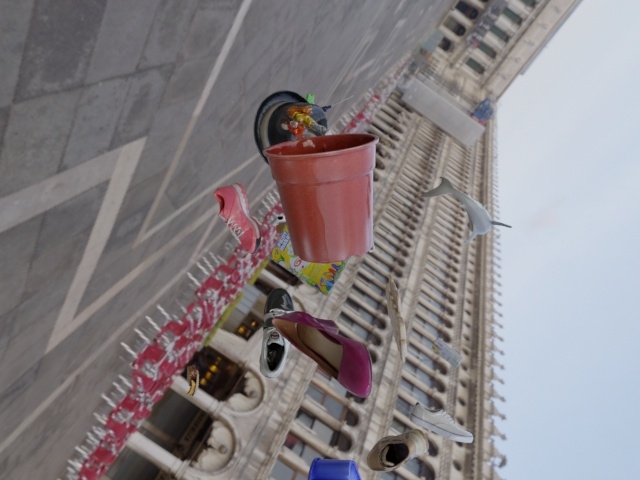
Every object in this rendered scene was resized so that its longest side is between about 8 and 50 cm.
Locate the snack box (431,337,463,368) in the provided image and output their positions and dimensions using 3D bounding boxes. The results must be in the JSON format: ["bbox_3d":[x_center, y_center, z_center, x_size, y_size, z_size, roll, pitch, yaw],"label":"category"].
[{"bbox_3d":[0.580,0.516,2.217,0.037,0.141,0.100,-45,156,-16],"label":"snack box"}]

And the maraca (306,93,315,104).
[{"bbox_3d":[-0.049,-0.518,2.006,0.127,0.099,0.186,-59,157,-31],"label":"maraca"}]

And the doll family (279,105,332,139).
[{"bbox_3d":[-0.041,-0.342,1.533,0.118,0.163,0.263,-53,166,-9],"label":"doll family"}]

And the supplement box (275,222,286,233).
[{"bbox_3d":[-0.153,-0.071,2.443,0.080,0.078,0.233,-11,-171,-27],"label":"supplement box"}]

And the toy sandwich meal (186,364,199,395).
[{"bbox_3d":[-0.368,0.401,1.376,0.085,0.029,0.086,-171,-90,-66],"label":"toy sandwich meal"}]

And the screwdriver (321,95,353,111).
[{"bbox_3d":[0.054,-0.533,1.901,0.170,0.024,0.025,-15,-146,31],"label":"screwdriver"}]

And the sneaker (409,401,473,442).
[{"bbox_3d":[0.493,0.732,1.949,0.094,0.258,0.091,38,71,-78],"label":"sneaker"}]

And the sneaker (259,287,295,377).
[{"bbox_3d":[-0.151,0.330,1.751,0.146,0.122,0.331,121,-27,-74],"label":"sneaker"}]

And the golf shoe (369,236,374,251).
[{"bbox_3d":[0.170,-0.048,2.092,0.105,0.120,0.273,-33,145,13],"label":"golf shoe"}]

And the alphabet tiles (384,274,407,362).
[{"bbox_3d":[0.266,0.277,1.720,0.284,0.021,0.278,-96,179,-65],"label":"alphabet tiles"}]

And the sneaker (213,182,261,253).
[{"bbox_3d":[-0.349,-0.082,1.966,0.136,0.314,0.116,-11,164,-41],"label":"sneaker"}]

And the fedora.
[{"bbox_3d":[-0.083,-0.409,1.781,0.152,0.334,0.334,-2,-136,45],"label":"fedora"}]

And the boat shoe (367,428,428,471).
[{"bbox_3d":[0.268,0.818,1.862,0.110,0.122,0.341,-6,147,-39],"label":"boat shoe"}]

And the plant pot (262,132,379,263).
[{"bbox_3d":[0.017,-0.102,1.163,0.272,0.272,0.265,-60,145,-66],"label":"plant pot"}]

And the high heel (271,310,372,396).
[{"bbox_3d":[-0.004,0.287,1.234,0.377,0.181,0.127,-153,-107,-69],"label":"high heel"}]

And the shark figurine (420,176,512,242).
[{"bbox_3d":[0.405,-0.057,1.329,0.166,0.278,0.116,31,-94,50],"label":"shark figurine"}]

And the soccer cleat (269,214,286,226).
[{"bbox_3d":[-0.155,-0.073,1.755,0.083,0.035,0.029,-15,-130,27],"label":"soccer cleat"}]

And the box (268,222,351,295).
[{"bbox_3d":[0.000,0.000,1.850,0.290,0.279,0.177,-59,174,30],"label":"box"}]

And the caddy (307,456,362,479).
[{"bbox_3d":[0.038,0.886,1.623,0.241,0.179,0.341,-78,156,-52],"label":"caddy"}]
